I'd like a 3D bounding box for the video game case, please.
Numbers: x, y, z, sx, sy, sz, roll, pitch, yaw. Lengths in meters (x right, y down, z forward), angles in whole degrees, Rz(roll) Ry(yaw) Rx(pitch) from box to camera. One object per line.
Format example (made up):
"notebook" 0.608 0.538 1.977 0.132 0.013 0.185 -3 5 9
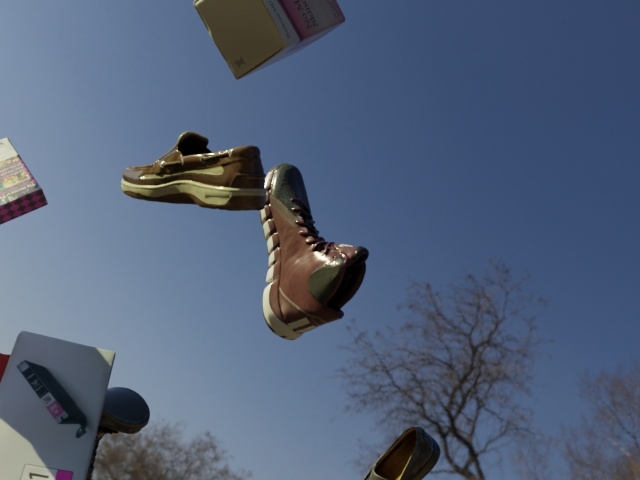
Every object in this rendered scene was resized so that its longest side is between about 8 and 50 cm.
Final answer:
"video game case" -0.618 -0.078 1.248 0.210 0.232 0.042 41 -30 40

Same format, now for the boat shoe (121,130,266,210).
"boat shoe" -0.169 -0.097 0.962 0.257 0.095 0.095 8 -81 36

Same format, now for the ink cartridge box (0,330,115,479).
"ink cartridge box" -0.390 0.223 0.854 0.238 0.275 0.060 17 -52 -16

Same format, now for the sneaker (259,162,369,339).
"sneaker" 0.000 0.000 1.075 0.162 0.281 0.106 -17 -23 34

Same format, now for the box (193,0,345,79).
"box" -0.082 -0.400 1.266 0.126 0.232 0.149 -22 -76 36

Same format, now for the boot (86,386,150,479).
"boot" -0.402 0.365 1.252 0.263 0.229 0.091 10 6 35

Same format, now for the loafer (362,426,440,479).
"loafer" 0.077 0.301 0.902 0.062 0.170 0.061 26 -21 44
